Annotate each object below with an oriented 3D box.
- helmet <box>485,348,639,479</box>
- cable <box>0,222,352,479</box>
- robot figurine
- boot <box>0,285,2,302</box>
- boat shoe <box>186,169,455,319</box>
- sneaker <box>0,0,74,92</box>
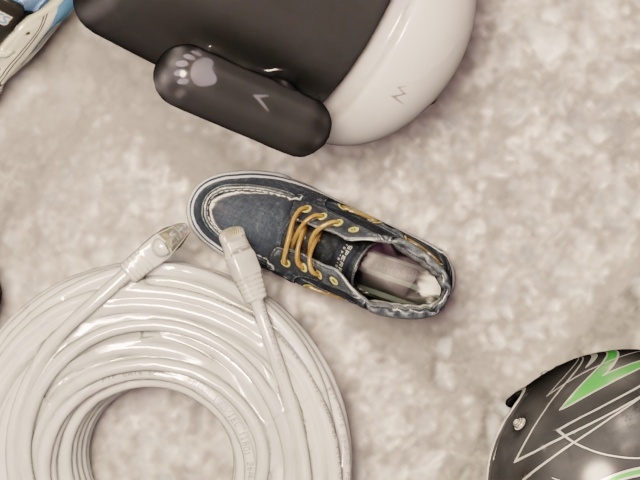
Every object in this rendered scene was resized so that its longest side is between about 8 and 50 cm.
[{"bbox_3d":[0.186,0.145,1.174,0.169,0.161,0.169,0,93,4],"label":"helmet"},{"bbox_3d":[-0.107,0.140,1.223,0.257,0.089,0.257,-28,93,3],"label":"cable"},{"bbox_3d":[-0.040,-0.167,1.143,0.278,0.173,0.209,26,87,-22],"label":"robot figurine"},{"bbox_3d":[-0.351,0.054,1.169,0.305,0.115,0.112,-29,55,-16],"label":"boot"},{"bbox_3d":[0.000,0.000,1.214,0.183,0.083,0.065,18,93,1],"label":"boat shoe"},{"bbox_3d":[-0.225,-0.128,1.216,0.085,0.086,0.237,36,95,-2],"label":"sneaker"}]
